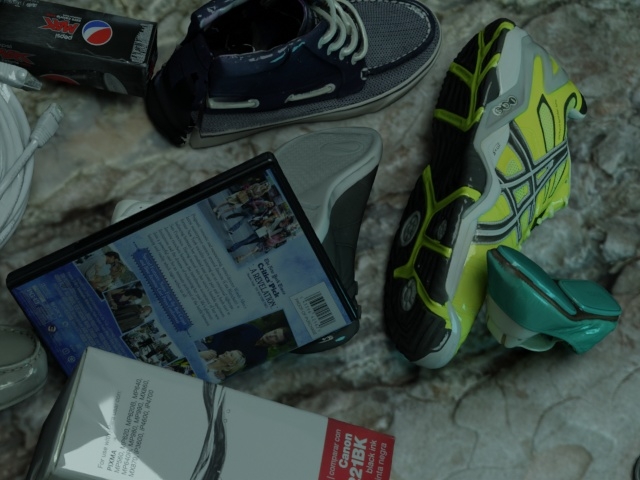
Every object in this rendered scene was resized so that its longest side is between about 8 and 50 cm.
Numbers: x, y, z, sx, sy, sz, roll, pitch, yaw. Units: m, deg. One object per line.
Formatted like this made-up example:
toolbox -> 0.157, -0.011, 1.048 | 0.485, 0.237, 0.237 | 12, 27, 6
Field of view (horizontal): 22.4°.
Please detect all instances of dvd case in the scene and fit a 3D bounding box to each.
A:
dvd case -> -0.116, 0.049, 1.389 | 0.253, 0.022, 0.180 | -25, 118, 6

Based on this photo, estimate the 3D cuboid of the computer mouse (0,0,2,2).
computer mouse -> -0.281, -0.336, 1.586 | 0.272, 0.072, 0.188 | -30, 55, -33

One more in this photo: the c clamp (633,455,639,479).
c clamp -> 0.376, 0.265, 1.603 | 0.137, 0.022, 0.160 | 12, 62, -15

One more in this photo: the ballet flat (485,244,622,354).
ballet flat -> 0.209, 0.070, 1.543 | 0.083, 0.087, 0.247 | 51, 17, 30

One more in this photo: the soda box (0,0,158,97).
soda box -> -0.243, -0.188, 1.546 | 0.169, 0.060, 0.053 | 12, 62, 0

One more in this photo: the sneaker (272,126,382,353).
sneaker -> 0.000, 0.000, 1.554 | 0.105, 0.147, 0.295 | 0, 29, 17

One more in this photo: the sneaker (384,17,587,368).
sneaker -> 0.177, -0.041, 1.608 | 0.147, 0.145, 0.384 | 29, 65, -18

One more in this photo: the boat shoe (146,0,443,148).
boat shoe -> 0.001, -0.196, 1.601 | 0.341, 0.158, 0.127 | -23, 76, -28

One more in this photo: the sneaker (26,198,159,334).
sneaker -> -0.179, 0.021, 1.484 | 0.232, 0.090, 0.115 | -19, 67, -36

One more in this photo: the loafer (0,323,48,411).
loafer -> -0.384, 0.091, 1.336 | 0.319, 0.111, 0.112 | -1, 26, -22

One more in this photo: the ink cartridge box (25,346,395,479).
ink cartridge box -> -0.102, 0.207, 1.350 | 0.273, 0.197, 0.114 | 17, 60, -13

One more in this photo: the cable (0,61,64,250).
cable -> -0.385, -0.070, 1.431 | 0.257, 0.089, 0.257 | 25, 60, -11
